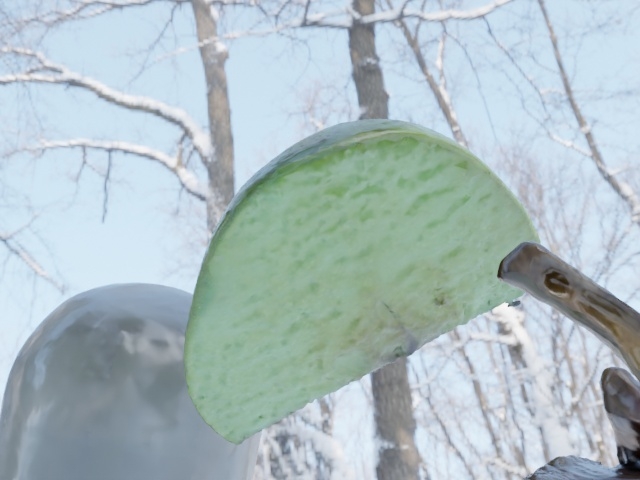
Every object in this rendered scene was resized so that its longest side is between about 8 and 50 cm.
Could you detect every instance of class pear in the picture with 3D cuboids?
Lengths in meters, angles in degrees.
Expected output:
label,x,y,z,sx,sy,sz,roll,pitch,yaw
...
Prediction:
label,x,y,z,sx,sy,sz,roll,pitch,yaw
pear,0.002,-0.004,0.640,0.288,0.139,0.239,-27,-36,0

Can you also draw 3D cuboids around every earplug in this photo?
label,x,y,z,sx,sy,sz,roll,pitch,yaw
earplug,-0.227,0.252,1.021,0.312,0.312,0.394,8,-76,-20

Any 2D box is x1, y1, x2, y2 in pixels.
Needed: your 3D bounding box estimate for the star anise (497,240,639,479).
label,x,y,z,sx,sy,sz,roll,pitch,yaw
star anise,0.215,0.154,0.440,0.292,0.350,0.109,-12,6,-24
